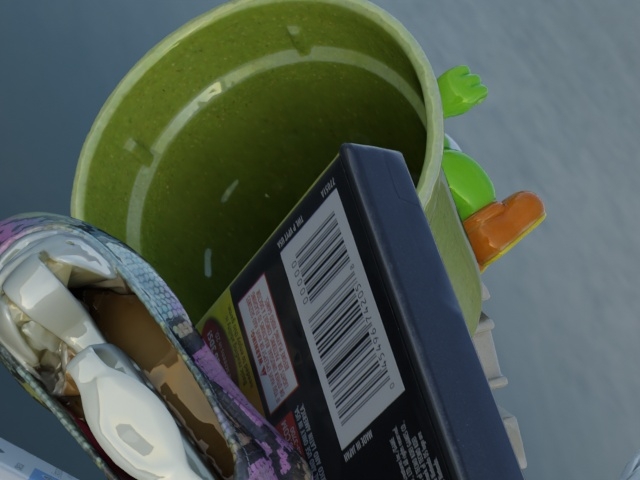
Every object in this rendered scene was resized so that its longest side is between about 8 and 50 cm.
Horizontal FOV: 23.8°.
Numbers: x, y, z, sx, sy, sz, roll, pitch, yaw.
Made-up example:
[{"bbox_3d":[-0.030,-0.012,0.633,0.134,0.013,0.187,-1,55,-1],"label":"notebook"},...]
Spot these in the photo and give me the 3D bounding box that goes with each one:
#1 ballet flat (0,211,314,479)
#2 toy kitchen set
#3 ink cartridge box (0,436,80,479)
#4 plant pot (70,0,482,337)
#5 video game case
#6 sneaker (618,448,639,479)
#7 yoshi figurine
[{"bbox_3d":[-0.086,0.050,0.614,0.221,0.077,0.079,44,-1,29],"label":"ballet flat"},{"bbox_3d":[0.087,0.133,1.484,0.122,0.166,0.207,-158,-125,-82],"label":"toy kitchen set"},{"bbox_3d":[-0.336,0.198,1.232,0.307,0.129,0.223,29,-7,-5],"label":"ink cartridge box"},{"bbox_3d":[0.000,0.000,1.120,0.254,0.276,0.276,49,15,-54],"label":"plant pot"},{"bbox_3d":[-0.003,0.141,0.638,0.035,0.248,0.275,7,51,-34],"label":"video game case"},{"bbox_3d":[0.287,0.224,1.286,0.212,0.094,0.080,-19,90,-38],"label":"sneaker"},{"bbox_3d":[0.096,-0.131,1.721,0.362,0.203,0.203,46,13,1],"label":"yoshi figurine"}]
